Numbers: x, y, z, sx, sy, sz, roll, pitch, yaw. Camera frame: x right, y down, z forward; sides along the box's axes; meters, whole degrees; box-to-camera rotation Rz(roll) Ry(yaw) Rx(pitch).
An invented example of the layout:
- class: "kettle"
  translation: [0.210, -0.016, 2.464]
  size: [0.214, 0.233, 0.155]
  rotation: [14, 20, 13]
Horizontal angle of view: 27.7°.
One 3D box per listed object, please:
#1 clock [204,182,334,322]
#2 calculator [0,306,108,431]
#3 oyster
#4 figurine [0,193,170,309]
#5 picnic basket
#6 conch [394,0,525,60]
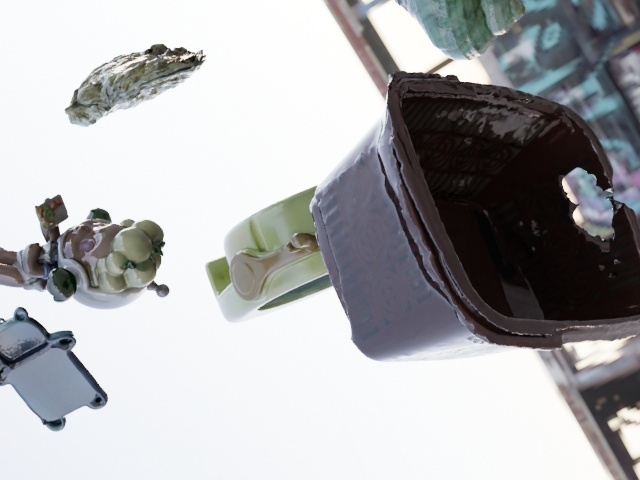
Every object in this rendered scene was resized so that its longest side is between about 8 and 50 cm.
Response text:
- class: "clock"
  translation: [0.000, 0.000, 1.437]
  size: [0.308, 0.235, 0.096]
  rotation: [134, 115, -75]
- class: "calculator"
  translation: [-0.266, 0.123, 1.240]
  size: [0.141, 0.094, 0.019]
  rotation: [58, -173, -32]
- class: "oyster"
  translation: [-0.225, -0.195, 1.591]
  size: [0.125, 0.177, 0.064]
  rotation: [-96, -11, -72]
- class: "figurine"
  translation: [-0.242, 0.015, 1.261]
  size: [0.147, 0.197, 0.094]
  rotation: [-73, -11, -57]
- class: "picnic basket"
  translation: [0.117, -0.003, 0.993]
  size: [0.296, 0.129, 0.223]
  rotation: [1, -116, -49]
- class: "conch"
  translation: [0.203, -0.359, 1.949]
  size: [0.188, 0.122, 0.176]
  rotation: [29, -131, -11]
